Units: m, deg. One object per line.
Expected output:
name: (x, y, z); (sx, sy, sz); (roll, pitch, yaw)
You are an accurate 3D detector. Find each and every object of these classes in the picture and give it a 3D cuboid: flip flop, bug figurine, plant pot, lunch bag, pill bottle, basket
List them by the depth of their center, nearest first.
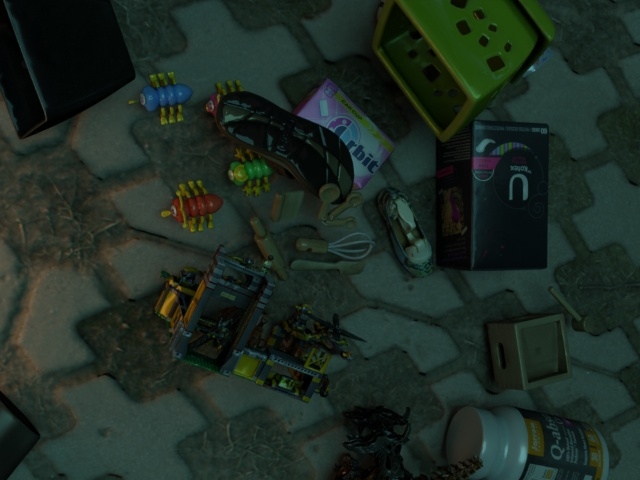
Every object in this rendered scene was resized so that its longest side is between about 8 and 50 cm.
basket: (-0.552, 0.330, 1.223); (0.227, 0.154, 0.204); (-45, 103, -17)
plant pot: (-0.397, -0.280, 1.255); (0.167, 0.187, 0.188); (-24, 99, -31)
plant pot: (0.240, -0.330, 1.352); (0.207, 0.228, 0.227); (-35, 85, -11)
flip flop: (-0.059, -0.155, 1.377); (0.277, 0.080, 0.112); (27, 73, -22)
bug figurine: (-0.190, -0.161, 1.380); (0.216, 0.072, 0.279); (-18, 97, -19)
pill bottle: (0.391, 0.404, 1.553); (0.278, 0.162, 0.162); (15, 86, -20)
lunch bag: (0.402, -0.367, 1.599); (0.083, 0.053, 0.071); (-42, 106, -24)

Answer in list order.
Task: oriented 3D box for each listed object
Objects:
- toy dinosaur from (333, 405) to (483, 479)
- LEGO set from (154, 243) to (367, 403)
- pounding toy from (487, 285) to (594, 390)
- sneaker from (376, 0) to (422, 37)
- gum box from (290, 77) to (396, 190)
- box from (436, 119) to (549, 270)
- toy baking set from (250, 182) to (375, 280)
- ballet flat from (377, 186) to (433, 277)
toy dinosaur: (0.114, 0.419, 1.459); (0.321, 0.164, 0.218); (-15, 100, -17)
LEGO set: (-0.098, 0.106, 1.324); (0.331, 0.255, 0.192); (25, 99, -11)
pounding toy: (0.433, 0.182, 1.605); (0.206, 0.094, 0.181); (-8, 89, -29)
sneaker: (0.232, -0.438, 1.513); (0.235, 0.094, 0.153); (20, 93, -9)
gum box: (0.037, -0.184, 1.465); (0.188, 0.062, 0.107); (43, 78, -16)
box: (0.319, -0.081, 1.526); (0.165, 0.143, 0.270); (-1, 92, -19)
toy baking set: (-0.007, 0.001, 1.412); (0.196, 0.030, 0.256); (-18, 136, 0)
ballet flat: (0.163, -0.011, 1.514); (0.070, 0.070, 0.188); (-34, 102, -16)
